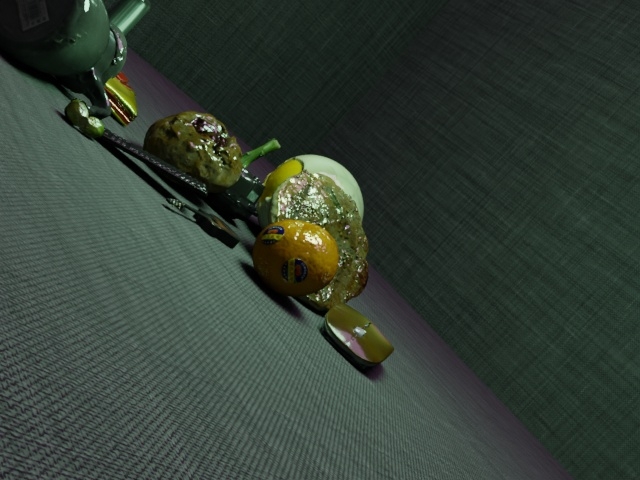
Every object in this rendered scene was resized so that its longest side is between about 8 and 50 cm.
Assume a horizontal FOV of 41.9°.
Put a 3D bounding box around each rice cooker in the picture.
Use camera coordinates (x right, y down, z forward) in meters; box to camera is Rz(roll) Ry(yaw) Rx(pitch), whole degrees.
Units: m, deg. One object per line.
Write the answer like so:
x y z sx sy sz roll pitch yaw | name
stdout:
-0.223 -0.133 2.020 0.203 0.118 0.142 41 4 27 | rice cooker

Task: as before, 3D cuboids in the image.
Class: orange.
-0.051 0.037 1.695 0.178 0.155 0.177 0 18 0 | orange

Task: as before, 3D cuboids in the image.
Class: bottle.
-0.568 -0.576 2.289 0.096 0.254 0.079 46 4 12 | bottle

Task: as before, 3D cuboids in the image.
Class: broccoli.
-0.217 -0.248 2.568 0.122 0.204 0.118 60 11 14 | broccoli

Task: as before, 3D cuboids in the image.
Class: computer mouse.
0.086 0.207 1.834 0.158 0.072 0.310 41 6 9 | computer mouse

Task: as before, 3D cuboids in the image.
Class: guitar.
-0.240 -0.043 1.678 0.088 0.025 0.233 44 6 29 | guitar

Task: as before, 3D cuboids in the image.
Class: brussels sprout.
-0.440 -0.227 1.564 0.083 0.046 0.051 43 24 -15 | brussels sprout

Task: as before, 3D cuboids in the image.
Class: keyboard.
-0.304 -0.134 1.681 0.381 0.041 0.103 36 7 -15 | keyboard

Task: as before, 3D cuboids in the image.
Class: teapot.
-0.493 -0.402 1.718 0.305 0.223 0.285 40 -3 17 | teapot

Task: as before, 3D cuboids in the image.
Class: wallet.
-0.505 -0.370 2.037 0.141 0.067 0.241 51 2 -26 | wallet

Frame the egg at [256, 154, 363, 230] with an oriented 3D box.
-0.027 -0.084 2.208 0.283 0.283 0.345 42 1 -5 | egg

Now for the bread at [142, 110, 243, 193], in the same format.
-0.278 -0.205 1.869 0.230 0.123 0.230 23 26 -12 | bread

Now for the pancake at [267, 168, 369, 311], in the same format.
0.002 0.000 1.939 0.356 0.065 0.356 20 64 -48 | pancake
